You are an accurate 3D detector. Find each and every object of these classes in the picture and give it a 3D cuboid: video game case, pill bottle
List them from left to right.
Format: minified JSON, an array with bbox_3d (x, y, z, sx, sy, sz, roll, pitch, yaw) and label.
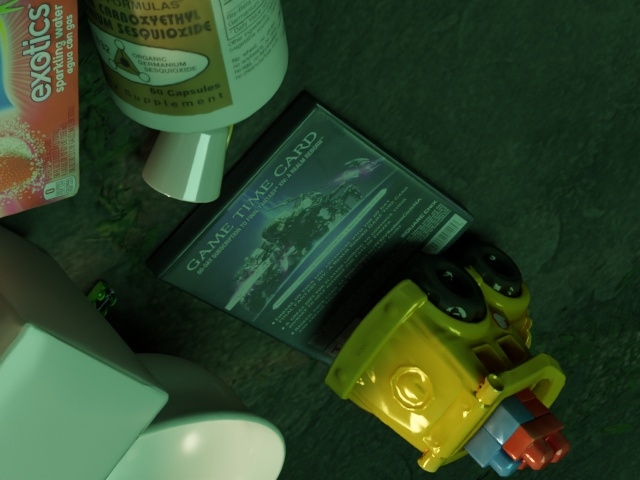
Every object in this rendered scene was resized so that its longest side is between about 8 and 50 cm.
[{"bbox_3d":[-0.098,-0.192,1.124,0.131,0.131,0.229,-28,141,-15],"label":"pill bottle"},{"bbox_3d":[0.000,0.000,1.489,0.196,0.026,0.274,-47,141,9],"label":"video game case"}]

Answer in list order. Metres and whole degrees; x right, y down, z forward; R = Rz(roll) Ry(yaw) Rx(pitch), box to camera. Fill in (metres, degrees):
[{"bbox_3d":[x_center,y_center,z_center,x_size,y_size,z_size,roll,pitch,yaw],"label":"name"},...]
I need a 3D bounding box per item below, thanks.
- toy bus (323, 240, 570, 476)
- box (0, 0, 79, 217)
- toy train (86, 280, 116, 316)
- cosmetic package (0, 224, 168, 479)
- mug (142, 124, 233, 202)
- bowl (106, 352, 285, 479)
[{"bbox_3d":[0.147,0.123,1.558,0.220,0.211,0.149,-16,145,-57],"label":"toy bus"},{"bbox_3d":[-0.230,-0.143,1.065,0.122,0.128,0.257,-19,139,-26],"label":"box"},{"bbox_3d":[-0.196,0.067,1.391,0.017,0.024,0.083,31,106,-38],"label":"toy train"},{"bbox_3d":[-0.259,0.115,1.186,0.138,0.224,0.225,36,93,-41],"label":"cosmetic package"},{"bbox_3d":[-0.099,-0.074,1.315,0.062,0.078,0.064,14,114,-9],"label":"mug"},{"bbox_3d":[-0.186,0.179,1.399,0.297,0.134,0.298,-23,152,-13],"label":"bowl"}]
